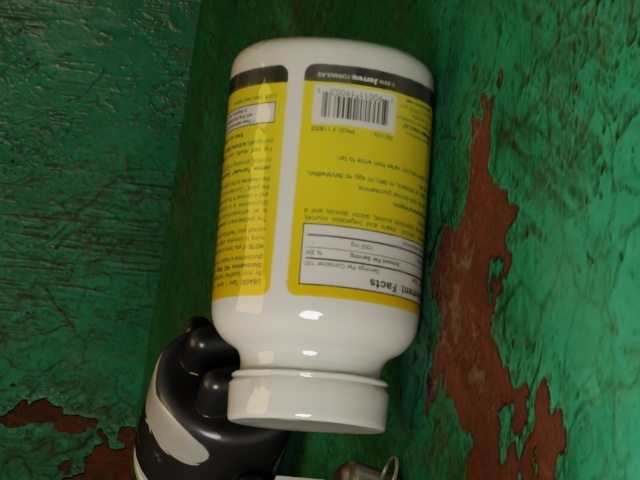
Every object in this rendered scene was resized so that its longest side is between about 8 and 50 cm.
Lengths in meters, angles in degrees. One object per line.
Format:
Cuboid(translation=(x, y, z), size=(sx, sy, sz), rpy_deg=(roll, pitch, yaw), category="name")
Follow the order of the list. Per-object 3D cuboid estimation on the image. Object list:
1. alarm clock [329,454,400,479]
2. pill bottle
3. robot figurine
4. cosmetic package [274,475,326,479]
Cuboid(translation=(0.030, 0.249, 1.756), size=(0.129, 0.064, 0.192), rpy_deg=(-76, 12, -45), category="alarm clock")
Cuboid(translation=(0.000, 0.000, 1.771), size=(0.188, 0.188, 0.334), rpy_deg=(147, 129, -75), category="pill bottle")
Cuboid(translation=(-0.117, 0.208, 2.266), size=(0.278, 0.173, 0.209), rpy_deg=(110, -174, -47), category="robot figurine")
Cuboid(translation=(-0.019, 0.358, 1.978), size=(0.239, 0.060, 0.099), rpy_deg=(-96, 15, -45), category="cosmetic package")
